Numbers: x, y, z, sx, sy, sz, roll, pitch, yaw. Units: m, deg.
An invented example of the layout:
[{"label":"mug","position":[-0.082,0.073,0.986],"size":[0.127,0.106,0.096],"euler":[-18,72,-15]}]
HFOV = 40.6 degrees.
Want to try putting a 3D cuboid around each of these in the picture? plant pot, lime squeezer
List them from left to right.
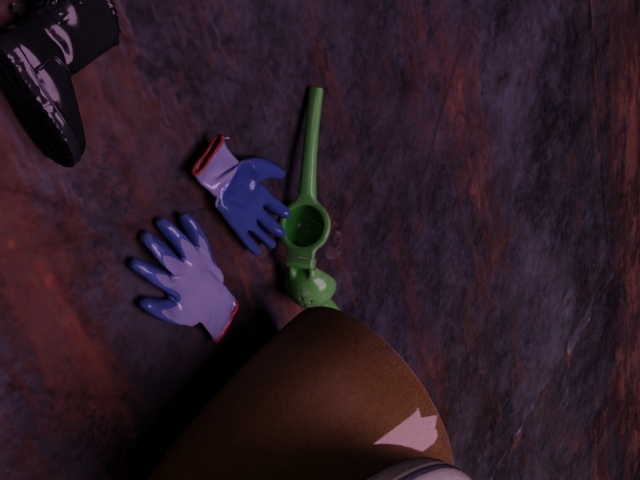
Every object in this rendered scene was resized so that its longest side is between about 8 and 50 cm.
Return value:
[{"label":"plant pot","position":[-0.045,0.228,0.825],"size":[0.254,0.237,0.237],"euler":[-32,128,-30]},{"label":"lime squeezer","position":[0.000,0.000,0.927],"size":[0.110,0.058,0.310],"euler":[-37,129,-42]}]

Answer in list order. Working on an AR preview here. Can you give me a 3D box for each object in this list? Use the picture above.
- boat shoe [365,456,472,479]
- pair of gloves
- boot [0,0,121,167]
[{"label":"boat shoe","position":[0.104,0.309,0.748],"size":[0.187,0.156,0.500],"euler":[-43,146,7]},{"label":"pair of gloves","position":[-0.097,-0.004,0.819],"size":[0.198,0.023,0.159],"euler":[-62,145,-18]},{"label":"boot","position":[-0.183,-0.128,0.633],"size":[0.099,0.045,0.121],"euler":[-54,140,-33]}]
